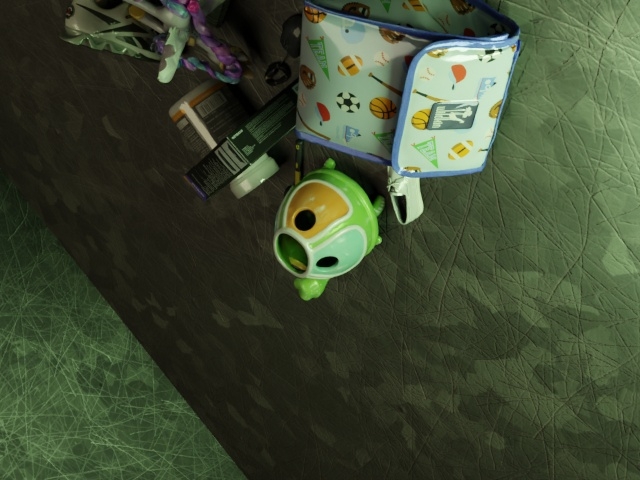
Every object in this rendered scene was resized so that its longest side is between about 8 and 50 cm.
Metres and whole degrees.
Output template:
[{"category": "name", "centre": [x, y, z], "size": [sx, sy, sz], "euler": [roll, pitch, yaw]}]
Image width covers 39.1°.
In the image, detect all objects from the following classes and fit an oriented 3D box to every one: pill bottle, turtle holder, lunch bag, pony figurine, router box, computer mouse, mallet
[{"category": "pill bottle", "centre": [-0.233, -0.252, 2.226], "size": [0.278, 0.162, 0.162], "euler": [54, 145, -8]}, {"category": "turtle holder", "centre": [-0.010, -0.016, 2.152], "size": [0.243, 0.227, 0.320], "euler": [48, 146, -1]}, {"category": "lunch bag", "centre": [0.159, -0.307, 1.691], "size": [0.385, 0.239, 0.328], "euler": [20, 138, 12]}, {"category": "pony figurine", "centre": [-0.303, -0.493, 1.954], "size": [0.363, 0.303, 0.351], "euler": [38, 179, 4]}, {"category": "router box", "centre": [-0.136, -0.237, 2.003], "size": [0.081, 0.309, 0.243], "euler": [49, 145, -7]}, {"category": "computer mouse", "centre": [-0.082, -0.415, 2.008], "size": [0.071, 0.041, 0.242], "euler": [45, 146, 5]}, {"category": "mallet", "centre": [-0.063, -0.171, 2.235], "size": [0.062, 0.039, 0.190], "euler": [21, 133, 29]}]

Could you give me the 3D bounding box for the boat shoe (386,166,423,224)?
[{"category": "boat shoe", "centre": [0.176, -0.119, 1.991], "size": [0.066, 0.063, 0.184], "euler": [19, 136, 36]}]

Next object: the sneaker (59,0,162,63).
[{"category": "sneaker", "centre": [-0.451, -0.511, 2.147], "size": [0.122, 0.330, 0.146], "euler": [26, 105, 36]}]

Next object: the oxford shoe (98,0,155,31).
[{"category": "oxford shoe", "centre": [-0.526, -0.622, 2.202], "size": [0.140, 0.146, 0.397], "euler": [10, 132, 39]}]

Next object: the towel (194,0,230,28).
[{"category": "towel", "centre": [-0.306, -0.666, 1.998], "size": [0.312, 0.056, 0.324], "euler": [43, 145, 8]}]
